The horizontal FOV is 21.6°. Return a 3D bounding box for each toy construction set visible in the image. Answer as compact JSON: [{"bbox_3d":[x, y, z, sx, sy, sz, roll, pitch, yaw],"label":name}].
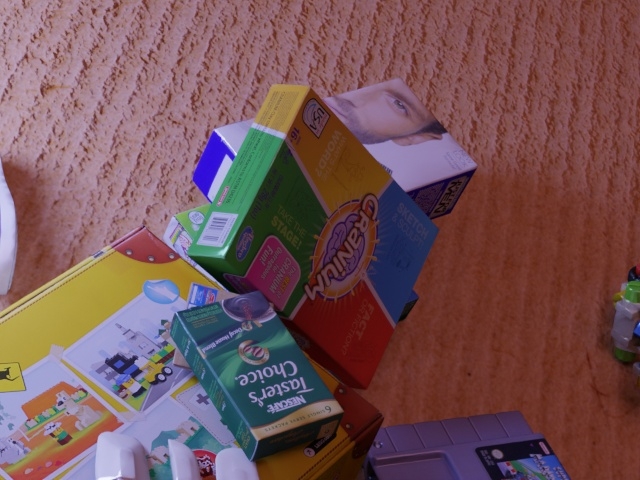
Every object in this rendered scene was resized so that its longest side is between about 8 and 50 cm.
[{"bbox_3d":[0.538,0.111,2.353,0.327,0.151,0.215,-2,27,-38],"label":"toy construction set"}]

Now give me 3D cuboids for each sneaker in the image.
[{"bbox_3d":[-0.458,-0.037,2.027,0.161,0.102,0.282,-1,40,-23],"label":"sneaker"}]

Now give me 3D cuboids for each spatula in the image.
[{"bbox_3d":[-0.130,0.269,1.611,0.168,0.019,0.242,13,30,-18],"label":"spatula"}]

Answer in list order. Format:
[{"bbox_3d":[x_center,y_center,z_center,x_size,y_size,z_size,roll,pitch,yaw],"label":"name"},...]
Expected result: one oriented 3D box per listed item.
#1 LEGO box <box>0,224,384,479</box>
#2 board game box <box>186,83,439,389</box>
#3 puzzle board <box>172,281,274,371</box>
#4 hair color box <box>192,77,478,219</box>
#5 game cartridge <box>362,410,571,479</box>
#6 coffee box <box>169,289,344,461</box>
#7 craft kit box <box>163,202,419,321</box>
[{"bbox_3d":[-0.235,0.251,1.775,0.372,0.193,0.500,37,44,18],"label":"LEGO box"},{"bbox_3d":[0.000,0.000,2.027,0.316,0.064,0.242,44,63,-42],"label":"board game box"},{"bbox_3d":[-0.105,0.103,1.830,0.096,0.011,0.128,15,41,-6],"label":"puzzle board"},{"bbox_3d":[0.023,-0.090,2.234,0.338,0.110,0.185,-19,60,-40],"label":"hair color box"},{"bbox_3d":[0.201,0.330,1.948,0.230,0.068,0.355,-9,35,-15],"label":"game cartridge"},{"bbox_3d":[-0.068,0.139,1.767,0.113,0.040,0.184,-13,53,-31],"label":"coffee box"},{"bbox_3d":[-0.038,0.036,2.199,0.250,0.061,0.247,-20,64,-39],"label":"craft kit box"}]
